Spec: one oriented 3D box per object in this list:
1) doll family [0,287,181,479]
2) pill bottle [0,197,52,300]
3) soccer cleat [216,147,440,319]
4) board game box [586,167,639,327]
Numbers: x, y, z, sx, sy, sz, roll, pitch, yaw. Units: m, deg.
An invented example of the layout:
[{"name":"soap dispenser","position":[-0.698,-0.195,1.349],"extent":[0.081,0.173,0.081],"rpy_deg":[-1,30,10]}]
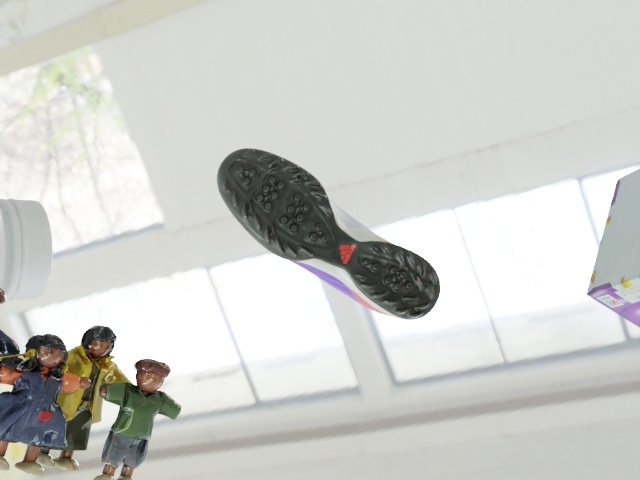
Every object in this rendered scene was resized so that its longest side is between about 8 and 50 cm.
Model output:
[{"name":"doll family","position":[-0.186,0.097,0.679],"extent":[0.076,0.111,0.193],"rpy_deg":[13,173,44]},{"name":"pill bottle","position":[-0.326,0.008,0.776],"extent":[0.215,0.117,0.117],"rpy_deg":[-1,180,-34]},{"name":"soccer cleat","position":[0.000,0.000,1.249],"extent":[0.108,0.318,0.116],"rpy_deg":[-60,-166,-13]},{"name":"board game box","position":[0.414,0.043,0.940],"extent":[0.142,0.275,0.144],"rpy_deg":[-34,-151,59]}]
